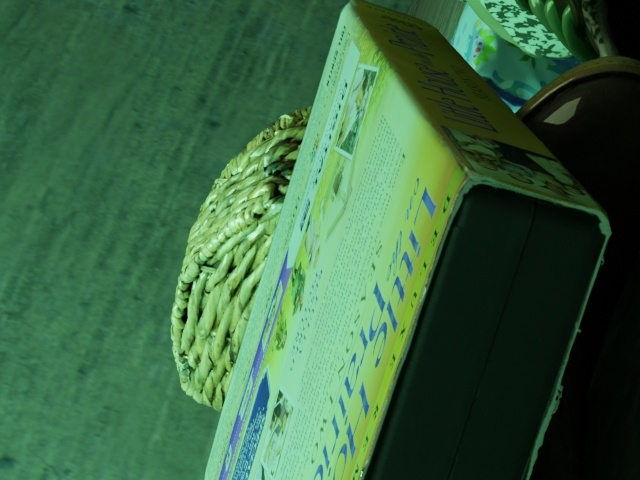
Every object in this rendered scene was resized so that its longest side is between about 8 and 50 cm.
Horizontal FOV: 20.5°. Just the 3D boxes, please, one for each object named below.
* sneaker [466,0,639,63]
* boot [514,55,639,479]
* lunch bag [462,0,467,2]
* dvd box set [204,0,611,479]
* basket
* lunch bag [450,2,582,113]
[{"bbox_3d":[0.143,-0.141,0.891,0.410,0.158,0.182,104,169,-77],"label":"sneaker"},{"bbox_3d":[0.105,0.063,0.787,0.207,0.090,0.248,-95,25,-55],"label":"boot"},{"bbox_3d":[0.156,-0.341,1.624,0.287,0.169,0.235,-20,-52,-84],"label":"lunch bag"},{"bbox_3d":[0.015,0.067,0.829,0.420,0.062,0.307,-108,34,-74],"label":"dvd box set"},{"bbox_3d":[0.000,0.000,1.517,0.299,0.213,0.223,115,174,-50],"label":"basket"},{"bbox_3d":[0.134,-0.137,1.229,0.128,0.096,0.151,-70,13,-10],"label":"lunch bag"}]
